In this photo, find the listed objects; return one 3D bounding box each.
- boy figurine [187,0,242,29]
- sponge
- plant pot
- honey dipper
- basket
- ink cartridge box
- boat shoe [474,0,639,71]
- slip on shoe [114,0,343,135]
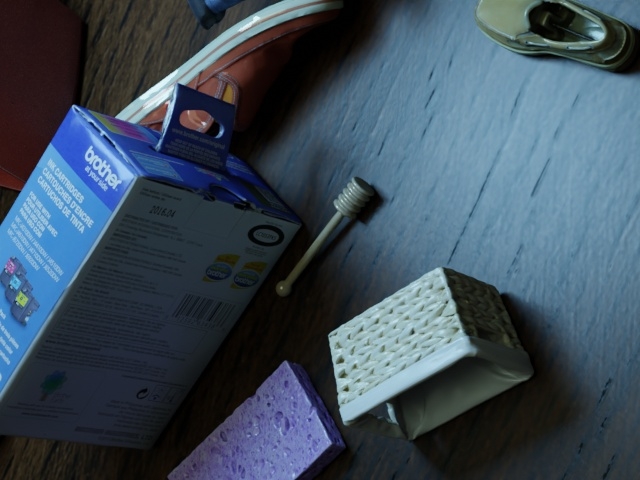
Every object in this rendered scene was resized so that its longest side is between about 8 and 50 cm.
[{"bbox_3d":[-0.016,-0.323,1.712,0.285,0.177,0.092,-25,100,15],"label":"boy figurine"},{"bbox_3d":[-0.072,0.240,1.699,0.210,0.031,0.117,-45,55,22],"label":"sponge"},{"bbox_3d":[-0.460,-0.231,2.006,0.267,0.267,0.236,15,76,41],"label":"plant pot"},{"bbox_3d":[0.000,0.000,1.701,0.161,0.030,0.030,-52,52,19],"label":"honey dipper"},{"bbox_3d":[0.103,0.111,1.535,0.167,0.113,0.103,-32,56,30],"label":"basket"},{"bbox_3d":[-0.206,0.025,1.706,0.151,0.270,0.395,46,108,35],"label":"ink cartridge box"},{"bbox_3d":[0.220,-0.217,1.543,0.190,0.072,0.068,18,91,41],"label":"boat shoe"},{"bbox_3d":[-0.097,-0.178,1.786,0.331,0.123,0.101,-35,89,24],"label":"slip on shoe"}]
